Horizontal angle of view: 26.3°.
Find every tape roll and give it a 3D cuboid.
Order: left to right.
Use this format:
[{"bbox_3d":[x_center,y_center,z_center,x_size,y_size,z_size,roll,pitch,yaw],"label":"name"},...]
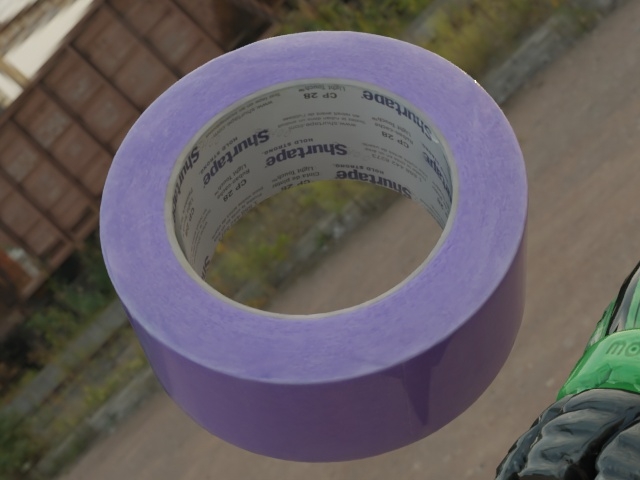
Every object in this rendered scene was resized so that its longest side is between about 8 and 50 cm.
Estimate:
[{"bbox_3d":[0.000,0.000,0.627,0.189,0.189,0.080,-49,-26,-23],"label":"tape roll"}]

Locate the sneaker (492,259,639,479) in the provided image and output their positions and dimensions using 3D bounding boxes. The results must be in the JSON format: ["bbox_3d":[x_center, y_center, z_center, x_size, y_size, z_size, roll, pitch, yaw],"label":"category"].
[{"bbox_3d":[0.199,0.115,0.457,0.134,0.343,0.146,12,62,48],"label":"sneaker"}]
